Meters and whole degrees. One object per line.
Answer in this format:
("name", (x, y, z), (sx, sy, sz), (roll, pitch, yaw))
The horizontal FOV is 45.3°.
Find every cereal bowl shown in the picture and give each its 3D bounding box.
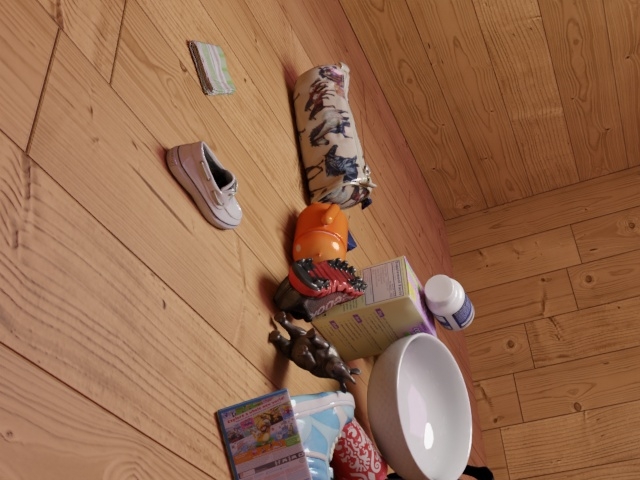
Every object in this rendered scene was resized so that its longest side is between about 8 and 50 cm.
("cereal bowl", (0.210, 0.391, 1.763), (0.339, 0.141, 0.339), (26, 56, -46))

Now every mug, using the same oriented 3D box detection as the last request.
("mug", (0.055, 0.442, 1.581), (0.169, 0.113, 0.150), (62, 19, -25))

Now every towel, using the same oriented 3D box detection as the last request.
("towel", (-0.219, -0.358, 1.591), (0.152, 0.023, 0.113), (-38, 112, -72))

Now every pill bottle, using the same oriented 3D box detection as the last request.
("pill bottle", (0.303, 0.146, 1.825), (0.169, 0.094, 0.094), (49, 30, -55))

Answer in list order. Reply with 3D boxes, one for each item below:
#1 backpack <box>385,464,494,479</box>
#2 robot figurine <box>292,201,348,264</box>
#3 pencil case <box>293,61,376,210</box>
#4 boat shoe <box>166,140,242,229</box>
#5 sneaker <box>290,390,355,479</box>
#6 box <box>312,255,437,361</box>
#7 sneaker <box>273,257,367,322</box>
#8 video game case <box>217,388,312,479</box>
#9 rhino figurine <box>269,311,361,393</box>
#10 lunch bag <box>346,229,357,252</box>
("backpack", (0.272, 0.653, 1.867), (0.263, 0.276, 0.213), (43, 41, -46))
("robot figurine", (0.000, -0.002, 1.779), (0.128, 0.158, 0.219), (46, 29, -27))
("pencil case", (0.033, -0.279, 2.050), (0.160, 0.183, 0.411), (40, 37, -61))
("boat shoe", (-0.185, -0.092, 1.365), (0.226, 0.075, 0.083), (49, 30, -54))
("sneaker", (-0.015, 0.387, 1.391), (0.319, 0.127, 0.208), (13, 59, -60))
("box", (0.126, 0.168, 1.828), (0.213, 0.242, 0.117), (54, 26, -47))
("sneaker", (-0.004, 0.108, 1.640), (0.098, 0.135, 0.276), (51, 22, 23))
("video game case", (-0.087, 0.336, 1.231), (0.015, 0.119, 0.166), (157, -83, -73))
("rhino figurine", (-0.004, 0.222, 1.474), (0.243, 0.073, 0.106), (24, -23, 50))
("lunch bag", (0.048, 0.004, 2.038), (0.067, 0.065, 0.098), (62, 14, 17))
